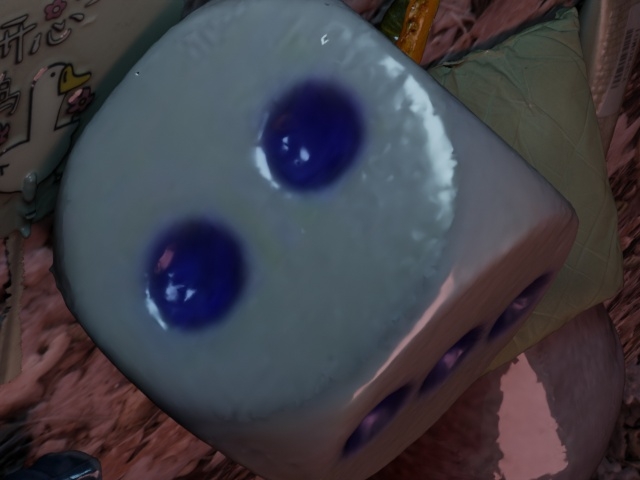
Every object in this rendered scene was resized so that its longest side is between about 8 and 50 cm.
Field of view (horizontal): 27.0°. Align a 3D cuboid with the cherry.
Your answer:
[{"bbox_3d":[0.175,0.137,1.402,0.326,0.291,0.335,-4,121,-33],"label":"cherry"}]

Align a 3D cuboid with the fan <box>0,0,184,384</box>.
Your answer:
[{"bbox_3d":[-0.181,-0.022,0.816,0.233,0.012,0.415,-31,155,-31],"label":"fan"}]

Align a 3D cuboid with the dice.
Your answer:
[{"bbox_3d":[0.000,0.000,0.871,0.251,0.243,0.259,-50,164,6],"label":"dice"}]

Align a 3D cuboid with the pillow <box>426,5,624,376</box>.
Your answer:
[{"bbox_3d":[0.160,-0.039,1.177,0.280,0.076,0.274,-27,109,-39],"label":"pillow"}]

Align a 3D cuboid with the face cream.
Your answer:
[{"bbox_3d":[0.270,-0.161,1.325,0.137,0.084,0.341,-31,147,-37],"label":"face cream"}]

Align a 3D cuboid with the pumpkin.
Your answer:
[{"bbox_3d":[0.061,-0.159,0.989,0.050,0.028,0.083,-9,131,-54],"label":"pumpkin"}]

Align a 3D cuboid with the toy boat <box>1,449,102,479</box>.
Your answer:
[{"bbox_3d":[-0.224,0.267,1.114,0.142,0.129,0.309,-12,146,-31],"label":"toy boat"}]
